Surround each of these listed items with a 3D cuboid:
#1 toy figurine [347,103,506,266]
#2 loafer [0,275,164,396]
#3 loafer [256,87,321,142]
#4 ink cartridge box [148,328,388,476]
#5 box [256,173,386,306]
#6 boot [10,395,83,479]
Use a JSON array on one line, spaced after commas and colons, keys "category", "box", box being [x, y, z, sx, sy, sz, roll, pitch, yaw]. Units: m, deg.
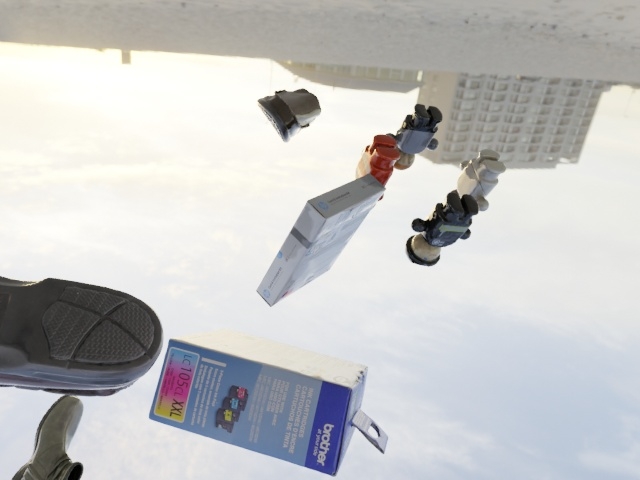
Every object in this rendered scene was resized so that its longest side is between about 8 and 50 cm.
[{"category": "toy figurine", "box": [0.163, -0.089, 0.771, 0.213, 0.148, 0.209, 37, -129, 9]}, {"category": "loafer", "box": [-0.279, 0.067, 0.357, 0.302, 0.095, 0.109, 20, -139, -23]}, {"category": "loafer", "box": [-0.043, -0.217, 0.780, 0.078, 0.080, 0.220, -33, -167, 13]}, {"category": "ink cartridge box", "box": [-0.064, 0.286, 0.895, 0.395, 0.151, 0.270, 10, 176, 12]}, {"category": "box", "box": [0.000, 0.000, 0.675, 0.038, 0.186, 0.145, 44, -139, 15]}, {"category": "boot", "box": [-0.535, 0.453, 0.996, 0.161, 0.083, 0.247, -3, -125, 34]}]
